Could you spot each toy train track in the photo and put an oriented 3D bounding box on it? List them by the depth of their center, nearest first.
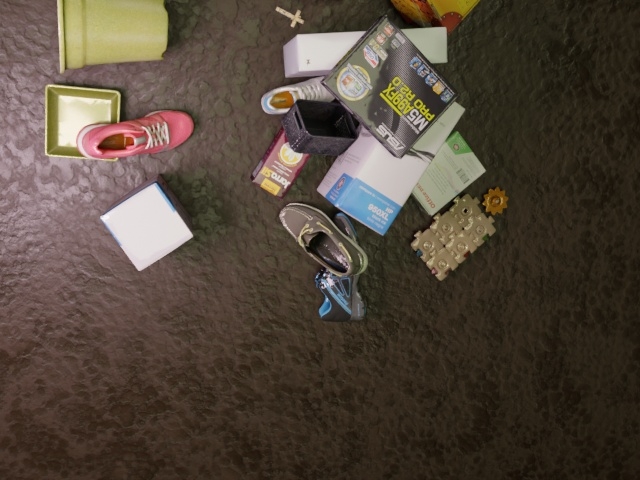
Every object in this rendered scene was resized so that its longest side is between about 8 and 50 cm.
[{"bbox_3d":[-0.083,-0.619,1.768,0.083,0.014,0.048,23,98,-14],"label":"toy train track"}]

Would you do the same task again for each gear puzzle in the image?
[{"bbox_3d":[0.437,-0.047,1.989,0.339,0.044,0.175,-42,105,-2],"label":"gear puzzle"}]

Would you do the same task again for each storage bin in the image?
[{"bbox_3d":[-0.002,-0.307,1.761,0.180,0.084,0.122,-2,63,-38],"label":"storage bin"}]

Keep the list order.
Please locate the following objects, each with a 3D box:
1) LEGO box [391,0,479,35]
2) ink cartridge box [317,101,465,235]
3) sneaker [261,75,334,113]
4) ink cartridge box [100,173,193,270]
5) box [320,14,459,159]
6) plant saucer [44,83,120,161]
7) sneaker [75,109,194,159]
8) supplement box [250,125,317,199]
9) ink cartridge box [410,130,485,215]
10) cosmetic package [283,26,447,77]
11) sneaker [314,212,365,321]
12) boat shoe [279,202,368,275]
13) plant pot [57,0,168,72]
[{"bbox_3d":[0.347,-0.845,1.629,0.500,0.193,0.372,-48,129,0],"label":"LEGO box"},{"bbox_3d":[0.181,-0.243,1.763,0.166,0.285,0.395,31,96,-16],"label":"ink cartridge box"},{"bbox_3d":[-0.048,-0.398,1.787,0.228,0.092,0.087,-18,104,-7],"label":"sneaker"},{"bbox_3d":[-0.455,-0.056,1.720,0.168,0.232,0.171,-34,106,-3],"label":"ink cartridge box"},{"bbox_3d":[0.168,-0.366,1.554,0.270,0.060,0.216,43,92,-16],"label":"box"},{"bbox_3d":[-0.633,-0.314,1.724,0.188,0.045,0.188,3,103,-11],"label":"plant saucer"},{"bbox_3d":[-0.468,-0.265,1.690,0.314,0.136,0.116,-18,113,-26],"label":"sneaker"},{"bbox_3d":[-0.105,-0.223,1.823,0.104,0.081,0.188,31,96,-16],"label":"supplement box"},{"bbox_3d":[0.351,-0.200,1.906,0.212,0.093,0.154,-40,106,-1],"label":"ink cartridge box"},{"bbox_3d":[0.105,-0.491,1.693,0.377,0.284,0.097,-6,104,-10],"label":"cosmetic package"},{"bbox_3d":[0.051,0.089,1.900,0.139,0.125,0.341,-8,106,-6],"label":"sneaker"},{"bbox_3d":[-0.005,-0.006,1.814,0.305,0.091,0.109,38,114,20],"label":"boat shoe"},{"bbox_3d":[-0.516,-0.546,1.597,0.254,0.276,0.276,-2,104,-22],"label":"plant pot"}]
